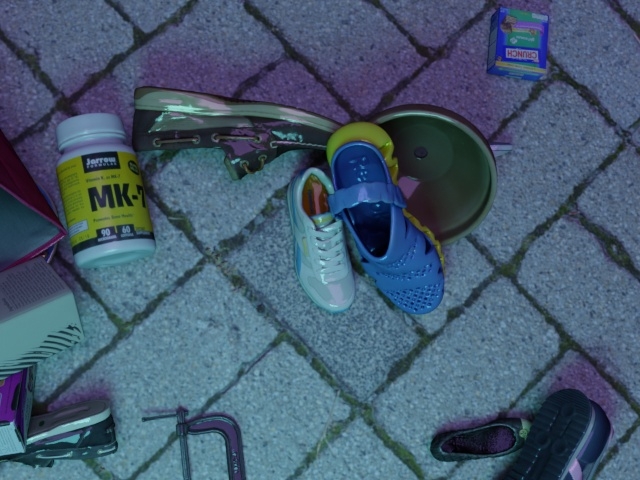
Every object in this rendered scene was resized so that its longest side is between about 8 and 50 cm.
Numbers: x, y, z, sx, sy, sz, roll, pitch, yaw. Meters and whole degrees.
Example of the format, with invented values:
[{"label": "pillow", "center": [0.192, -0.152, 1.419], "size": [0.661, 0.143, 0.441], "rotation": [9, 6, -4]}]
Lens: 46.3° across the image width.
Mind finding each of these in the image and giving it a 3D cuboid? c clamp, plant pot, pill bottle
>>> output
[{"label": "c clamp", "center": [-0.180, 0.325, 1.105], "size": [0.137, 0.022, 0.161], "rotation": [-11, 81, -15]}, {"label": "plant pot", "center": [0.152, -0.113, 1.151], "size": [0.237, 0.237, 0.110], "rotation": [24, 37, -3]}, {"label": "pill bottle", "center": [-0.320, -0.072, 1.100], "size": [0.119, 0.119, 0.208], "rotation": [-13, 83, -10]}]

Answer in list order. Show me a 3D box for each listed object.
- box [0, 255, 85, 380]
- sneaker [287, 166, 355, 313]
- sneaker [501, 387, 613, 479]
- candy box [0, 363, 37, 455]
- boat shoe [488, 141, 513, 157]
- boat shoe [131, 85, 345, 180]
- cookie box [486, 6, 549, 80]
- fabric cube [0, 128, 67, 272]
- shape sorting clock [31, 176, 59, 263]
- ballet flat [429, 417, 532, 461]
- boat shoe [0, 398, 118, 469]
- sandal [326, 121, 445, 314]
[{"label": "box", "center": [-0.465, 0.131, 0.986], "size": [0.275, 0.094, 0.113], "rotation": [-26, 44, -30]}, {"label": "sneaker", "center": [0.000, 0.000, 1.146], "size": [0.087, 0.092, 0.229], "rotation": [-15, 84, -12]}, {"label": "sneaker", "center": [0.339, 0.385, 1.126], "size": [0.131, 0.112, 0.319], "rotation": [35, 90, -34]}, {"label": "candy box", "center": [-0.514, 0.220, 1.007], "size": [0.233, 0.071, 0.159], "rotation": [-6, 39, -9]}, {"label": "boat shoe", "center": [0.271, -0.142, 1.240], "size": [0.100, 0.035, 0.035], "rotation": [-8, 109, -13]}, {"label": "boat shoe", "center": [-0.120, -0.152, 1.152], "size": [0.342, 0.123, 0.123], "rotation": [8, 95, -7]}, {"label": "cookie box", "center": [0.336, -0.334, 1.275], "size": [0.092, 0.040, 0.107], "rotation": [8, 80, -7]}, {"label": "fabric cube", "center": [-0.539, -0.073, 0.969], "size": [0.254, 0.259, 0.258], "rotation": [-33, 74, -6]}, {"label": "shape sorting clock", "center": [-0.491, -0.013, 1.106], "size": [0.206, 0.040, 0.206], "rotation": [1, 80, -8]}, {"label": "ballet flat", "center": [0.253, 0.311, 1.149], "size": [0.173, 0.049, 0.057], "rotation": [-10, 83, -10]}, {"label": "boat shoe", "center": [-0.403, 0.290, 1.049], "size": [0.233, 0.084, 0.079], "rotation": [-12, 108, -4]}, {"label": "sandal", "center": [0.089, -0.007, 1.087], "size": [0.126, 0.138, 0.317], "rotation": [-20, 118, 22]}]
